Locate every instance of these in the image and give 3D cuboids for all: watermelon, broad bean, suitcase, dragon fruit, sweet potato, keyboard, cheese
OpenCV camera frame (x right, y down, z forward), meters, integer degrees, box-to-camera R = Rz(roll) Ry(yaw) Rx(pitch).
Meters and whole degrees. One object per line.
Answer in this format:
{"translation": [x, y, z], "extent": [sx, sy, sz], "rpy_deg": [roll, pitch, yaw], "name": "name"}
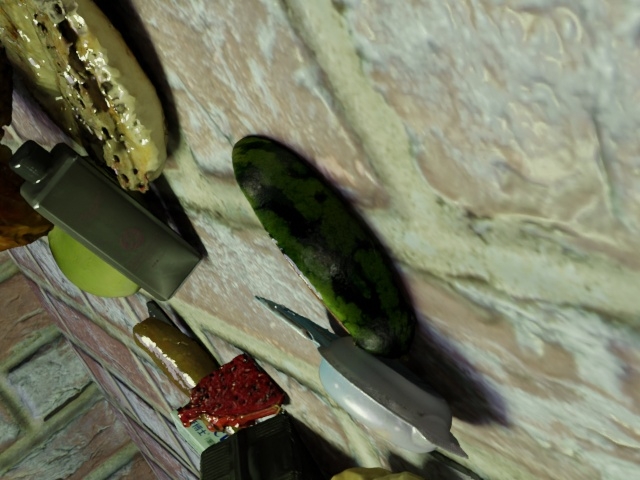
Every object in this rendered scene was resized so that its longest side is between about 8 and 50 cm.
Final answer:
{"translation": [-0.005, 0.004, 0.782], "extent": [0.245, 0.063, 0.119], "rpy_deg": [50, 172, 9], "name": "watermelon"}
{"translation": [-0.297, -0.012, 1.269], "extent": [0.189, 0.121, 0.263], "rpy_deg": [59, 157, 9], "name": "broad bean"}
{"translation": [-0.031, 0.427, 1.246], "extent": [0.335, 0.152, 0.229], "rpy_deg": [61, -178, -20], "name": "suitcase"}
{"translation": [-0.118, 0.225, 1.254], "extent": [0.097, 0.131, 0.063], "rpy_deg": [50, 164, 29], "name": "dragon fruit"}
{"translation": [-0.191, 0.208, 1.459], "extent": [0.243, 0.077, 0.077], "rpy_deg": [43, 158, 4], "name": "sweet potato"}
{"translation": [-0.205, 0.209, 1.555], "extent": [0.262, 0.016, 0.106], "rpy_deg": [45, 158, 21], "name": "keyboard"}
{"translation": [0.037, 0.118, 0.818], "extent": [0.135, 0.052, 0.244], "rpy_deg": [33, -179, -40], "name": "cheese"}

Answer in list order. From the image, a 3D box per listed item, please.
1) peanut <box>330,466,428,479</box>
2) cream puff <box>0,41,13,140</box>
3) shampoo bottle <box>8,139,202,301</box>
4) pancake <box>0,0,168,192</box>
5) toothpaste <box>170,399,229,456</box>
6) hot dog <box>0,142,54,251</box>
{"translation": [0.092, 0.320, 0.975], "extent": [0.197, 0.110, 0.233], "rpy_deg": [52, 160, -9], "name": "peanut"}
{"translation": [-0.587, -0.262, 1.339], "extent": [0.343, 0.231, 0.327], "rpy_deg": [26, 151, 39], "name": "cream puff"}
{"translation": [-0.254, -0.028, 1.097], "extent": [0.246, 0.080, 0.079], "rpy_deg": [42, 173, -34], "name": "shampoo bottle"}
{"translation": [-0.284, -0.211, 1.001], "extent": [0.382, 0.071, 0.382], "rpy_deg": [46, 162, 20], "name": "pancake"}
{"translation": [-0.121, 0.373, 1.538], "extent": [0.336, 0.081, 0.067], "rpy_deg": [37, 152, 37], "name": "toothpaste"}
{"translation": [-0.500, -0.063, 1.199], "extent": [0.387, 0.174, 0.267], "rpy_deg": [-9, 145, 39], "name": "hot dog"}
